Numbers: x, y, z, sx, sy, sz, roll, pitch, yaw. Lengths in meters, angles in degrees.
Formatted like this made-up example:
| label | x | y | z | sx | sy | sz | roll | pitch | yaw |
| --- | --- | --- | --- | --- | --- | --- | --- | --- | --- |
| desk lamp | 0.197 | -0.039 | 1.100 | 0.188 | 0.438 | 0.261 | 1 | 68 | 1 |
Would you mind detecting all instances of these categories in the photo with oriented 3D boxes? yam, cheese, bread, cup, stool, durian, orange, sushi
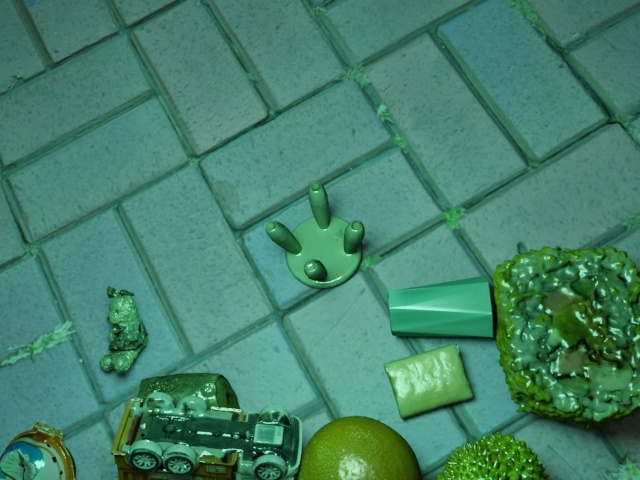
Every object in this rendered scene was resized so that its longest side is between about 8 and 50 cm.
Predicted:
| label | x | y | z | sx | sy | sz | roll | pitch | yaw |
| --- | --- | --- | --- | --- | --- | --- | --- | --- | --- |
| yam | -0.326 | 0.384 | 1.766 | 0.255 | 0.154 | 0.153 | -8 | 69 | 8 |
| cheese | -0.669 | 0.585 | 1.749 | 0.217 | 0.129 | 0.329 | 19 | 92 | 20 |
| bread | 0.249 | 0.322 | 1.751 | 0.178 | 0.060 | 0.139 | -18 | 69 | 1 |
| cup | 0.279 | 0.167 | 1.773 | 0.236 | 0.134 | 0.148 | -8 | 66 | 9 |
| stool | 0.000 | 0.000 | 1.831 | 0.195 | 0.198 | 0.195 | -42 | 72 | -9 |
| durian | 0.358 | 0.541 | 1.554 | 0.291 | 0.291 | 0.225 | -53 | 36 | -12 |
| orange | 0.081 | 0.510 | 1.600 | 0.274 | 0.274 | 0.274 | -3 | 70 | 7 |
| sushi | 0.567 | 0.208 | 1.654 | 0.352 | 0.240 | 0.396 | -6 | 67 | 7 |

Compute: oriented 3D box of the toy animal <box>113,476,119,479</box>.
| label | x | y | z | sx | sy | sz | roll | pitch | yaw |
| --- | --- | --- | --- | --- | --- | --- | --- | --- | --- |
| toy animal | -0.459 | 0.617 | 1.711 | 0.104 | 0.131 | 0.220 | 36 | 81 | 4 |

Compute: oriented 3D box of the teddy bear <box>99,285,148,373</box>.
| label | x | y | z | sx | sy | sz | roll | pitch | yaw |
| --- | --- | --- | --- | --- | --- | --- | --- | --- | --- |
| teddy bear | -0.471 | 0.220 | 1.858 | 0.133 | 0.111 | 0.213 | 2 | 87 | 48 |

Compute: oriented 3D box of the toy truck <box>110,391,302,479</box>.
| label | x | y | z | sx | sy | sz | roll | pitch | yaw |
| --- | --- | --- | --- | --- | --- | --- | --- | --- | --- |
| toy truck | -0.240 | 0.471 | 1.644 | 0.388 | 0.206 | 0.173 | 7 | 34 | -2 |
